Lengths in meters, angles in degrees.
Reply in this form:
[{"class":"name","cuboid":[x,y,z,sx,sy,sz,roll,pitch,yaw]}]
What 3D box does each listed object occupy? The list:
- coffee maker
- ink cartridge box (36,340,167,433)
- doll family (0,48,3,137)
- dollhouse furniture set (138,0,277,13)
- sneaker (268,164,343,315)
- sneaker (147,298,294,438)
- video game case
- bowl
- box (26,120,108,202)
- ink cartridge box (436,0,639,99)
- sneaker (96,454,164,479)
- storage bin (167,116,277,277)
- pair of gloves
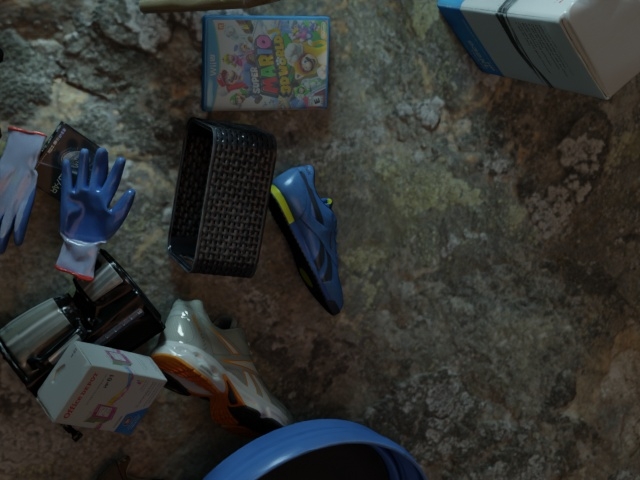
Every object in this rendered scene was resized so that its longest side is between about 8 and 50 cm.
[{"class":"coffee maker","cuboid":[-0.286,0.122,1.542,0.178,0.120,0.171,-36,139,-9]},{"class":"ink cartridge box","cuboid":[-0.257,0.174,1.477,0.122,0.052,0.088,20,110,-47]},{"class":"doll family","cuboid":[-0.412,-0.185,1.422,0.111,0.076,0.193,4,108,-34]},{"class":"dollhouse furniture set","cuboid":[-0.245,-0.345,1.305,0.394,0.362,0.256,-26,113,-47]},{"class":"sneaker","cuboid":[0.000,0.000,1.643,0.082,0.069,0.209,-30,113,-17]},{"class":"sneaker","cuboid":[-0.110,0.166,1.628,0.262,0.099,0.121,45,48,-41]},{"class":"video game case","cuboid":[-0.068,-0.224,1.586,0.166,0.015,0.119,-3,105,-22]},{"class":"bowl","cuboid":[-0.033,0.407,1.678,0.391,0.077,0.391,-16,125,-23]},{"class":"box","cuboid":[-0.308,-0.092,1.517,0.067,0.018,0.083,36,88,-26]},{"class":"ink cartridge box","cuboid":[0.322,-0.307,1.564,0.223,0.307,0.129,-40,115,-8]},{"class":"sneaker","cuboid":[-0.212,0.355,1.646,0.188,0.066,0.071,42,85,-26]},{"class":"storage bin","cuboid":[-0.123,-0.053,1.547,0.084,0.122,0.180,7,101,-24]},{"class":"pair of gloves","cuboid":[-0.324,-0.046,1.479,0.198,0.023,0.159,17,87,0]}]
